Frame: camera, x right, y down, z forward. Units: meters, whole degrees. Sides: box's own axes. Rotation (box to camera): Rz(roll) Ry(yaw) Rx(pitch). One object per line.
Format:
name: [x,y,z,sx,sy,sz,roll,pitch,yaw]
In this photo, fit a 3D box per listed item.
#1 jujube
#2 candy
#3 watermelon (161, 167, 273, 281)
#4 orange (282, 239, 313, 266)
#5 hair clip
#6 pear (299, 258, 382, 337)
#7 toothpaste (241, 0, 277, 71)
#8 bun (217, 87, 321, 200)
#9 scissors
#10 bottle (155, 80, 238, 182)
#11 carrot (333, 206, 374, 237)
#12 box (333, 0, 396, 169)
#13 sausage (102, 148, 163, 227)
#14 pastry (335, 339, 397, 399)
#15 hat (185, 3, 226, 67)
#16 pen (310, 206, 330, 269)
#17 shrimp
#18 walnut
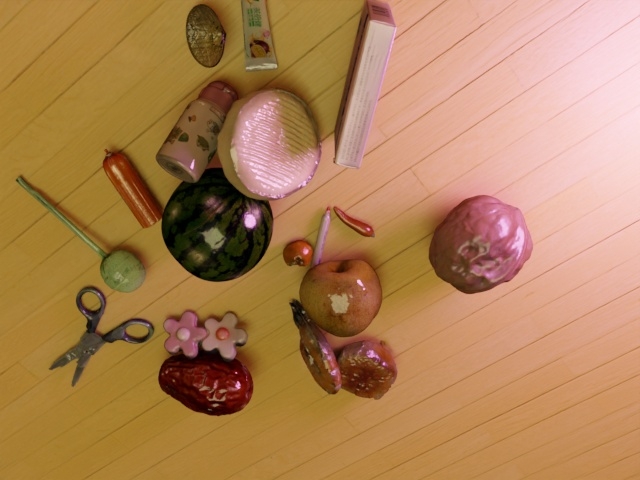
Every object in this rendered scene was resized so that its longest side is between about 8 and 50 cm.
jujube: [-0.348,0.433,2.134,0.291,0.197,0.197,11,122,14]
candy: [-0.669,-0.017,1.949,0.440,0.119,0.119,43,114,-12]
watermelon: [-0.261,-0.042,1.788,0.285,0.285,0.285,1,121,2]
orange: [-0.064,0.039,1.956,0.086,0.062,0.086,1,118,3]
hair clip: [-0.345,0.284,2.096,0.257,0.075,0.146,4,83,-3]
pear: [0.058,0.162,1.946,0.229,0.188,0.211,-7,111,1]
toothpaste: [-0.156,-0.544,1.624,0.058,0.056,0.314,24,134,37]
bun: [-0.135,-0.233,1.703,0.146,0.287,0.287,11,132,45]
scissors: [-0.711,0.324,2.180,0.256,0.029,0.383,35,115,-17]
bottle: [-0.286,-0.270,1.692,0.120,0.253,0.120,25,162,9]
carrot: [0.091,-0.047,1.913,0.142,0.035,0.035,31,118,-10]
box: [0.096,-0.361,1.628,0.065,0.200,0.343,10,121,-6]
sausage: [-0.507,-0.144,1.867,0.071,0.071,0.234,-22,117,15]
pastry: [0.136,0.389,2.134,0.193,0.093,0.182,29,122,-10]
hat: [-0.249,-0.486,1.658,0.146,0.067,0.145,22,123,40]
pen: [0.000,0.000,1.950,0.026,0.026,0.218,11,121,-3]
shrimp: [-0.028,0.320,2.103,0.164,0.062,0.316,-15,102,55]
walnut: [0.417,0.013,1.818,0.273,0.227,0.273,0,116,0]
